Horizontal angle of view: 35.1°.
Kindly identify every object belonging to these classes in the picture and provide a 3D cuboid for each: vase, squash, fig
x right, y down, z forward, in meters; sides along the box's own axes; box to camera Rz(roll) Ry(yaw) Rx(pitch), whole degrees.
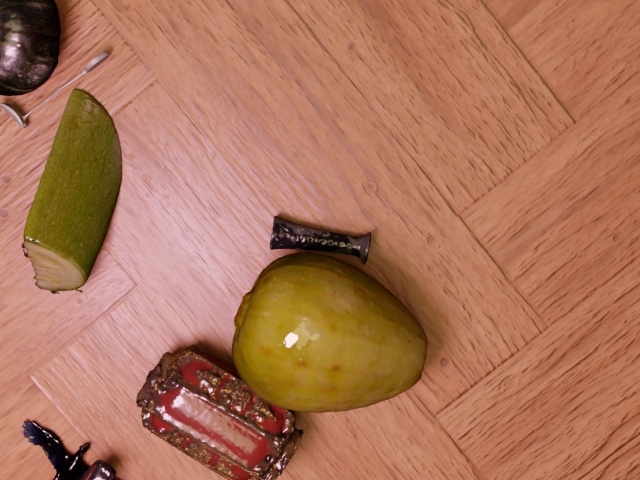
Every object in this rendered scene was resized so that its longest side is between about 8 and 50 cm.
[{"bbox_3d":[0.000,0.000,1.690,0.167,0.059,0.059,9,97,-2],"label":"vase"},{"bbox_3d":[-0.490,-0.326,1.594,0.156,0.193,0.193,22,98,-41],"label":"squash"},{"bbox_3d":[-0.397,-0.074,1.693,0.111,0.203,0.289,11,62,0],"label":"squash"},{"bbox_3d":[0.019,0.161,1.618,0.326,0.258,0.258,19,97,-19],"label":"fig"}]

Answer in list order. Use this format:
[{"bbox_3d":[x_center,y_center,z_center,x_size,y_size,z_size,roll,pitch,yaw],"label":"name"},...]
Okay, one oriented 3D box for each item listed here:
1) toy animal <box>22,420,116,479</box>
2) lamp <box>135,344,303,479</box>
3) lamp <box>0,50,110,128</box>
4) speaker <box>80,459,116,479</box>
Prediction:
[{"bbox_3d":[-0.434,0.395,1.743,0.220,0.062,0.108,32,79,-3],"label":"toy animal"},{"bbox_3d":[-0.166,0.289,1.673,0.274,0.177,0.177,30,96,-4],"label":"lamp"},{"bbox_3d":[-0.434,-0.260,1.659,0.198,0.050,0.056,-36,96,4],"label":"lamp"},{"bbox_3d":[-0.379,0.536,1.661,0.329,0.198,0.259,35,114,-9],"label":"speaker"}]
